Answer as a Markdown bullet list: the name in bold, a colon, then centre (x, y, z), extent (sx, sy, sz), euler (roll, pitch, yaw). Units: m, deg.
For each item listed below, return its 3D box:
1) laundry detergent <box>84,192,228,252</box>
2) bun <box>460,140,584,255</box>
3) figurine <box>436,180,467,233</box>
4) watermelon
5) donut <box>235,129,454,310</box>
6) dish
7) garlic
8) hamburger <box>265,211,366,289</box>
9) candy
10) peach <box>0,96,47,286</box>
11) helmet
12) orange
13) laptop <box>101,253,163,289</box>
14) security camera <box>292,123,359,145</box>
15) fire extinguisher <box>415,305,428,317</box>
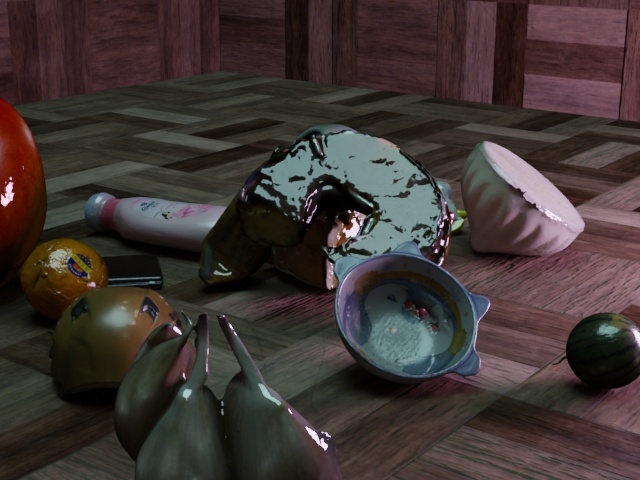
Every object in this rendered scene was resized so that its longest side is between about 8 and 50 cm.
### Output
- **laundry detergent**: centre (-0.307, -0.037, 2.108), extent (0.335, 0.088, 0.159), euler (9, 15, 28)
- **bun**: centre (0.351, -0.050, 2.061), extent (0.263, 0.175, 0.263), euler (34, 22, -15)
- **figurine**: centre (0.219, -0.061, 2.218), extent (0.178, 0.109, 0.130), euler (3, 44, 8)
- **watermelon**: centre (0.379, 0.153, 1.481), extent (0.133, 0.105, 0.105), euler (-16, 9, 26)
- **donut**: centre (0.055, -0.038, 1.724), extent (0.345, 0.136, 0.259), euler (33, 65, 18)
- **dish**: centre (0.123, 0.121, 1.538), extent (0.227, 0.086, 0.236), euler (-17, 60, -23)
- **garlic**: centre (-0.098, 0.202, 1.100), extent (0.210, 0.292, 0.237), euler (-10, 59, -11)
- **hamburger**: centre (0.000, 0.000, 1.909), extent (0.135, 0.155, 0.207), euler (-2, 6, -38)
- **candy**: centre (-0.110, -0.047, 1.863), extent (0.101, 0.271, 0.143), euler (34, 16, 14)
- **peach**: centre (-0.634, -0.084, 1.802), extent (0.370, 0.370, 0.370), euler (0, 17, 0)
- **helmet**: centre (-0.278, 0.128, 1.506), extent (0.198, 0.130, 0.224), euler (2, 16, -4)
- **orange**: centre (-0.409, 0.063, 1.723), extent (0.117, 0.136, 0.135), euler (-30, -5, 40)
- **laptop**: centre (-0.384, 0.059, 1.905), extent (0.207, 0.026, 0.154), euler (-3, 15, -13)
- **security camera**: centre (0.026, -0.108, 2.095), extent (0.194, 0.236, 0.194), euler (2, 18, -1)
- **fire extinguisher**: centre (0.152, 0.108, 1.736), extent (0.046, 0.032, 0.100), euler (20, 17, 22)
